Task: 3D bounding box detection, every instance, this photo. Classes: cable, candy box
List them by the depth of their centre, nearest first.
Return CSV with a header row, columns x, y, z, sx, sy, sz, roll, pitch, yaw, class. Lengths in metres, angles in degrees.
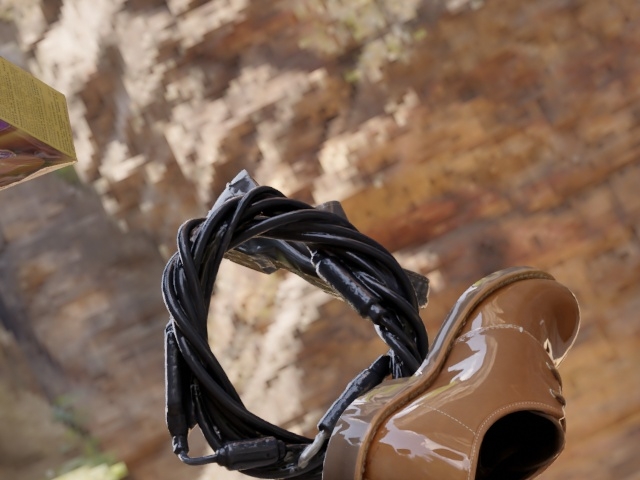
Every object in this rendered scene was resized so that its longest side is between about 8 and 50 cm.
x,y,z,sx,sy,sz,roll,pitch,yaw,class
-0.014,0.048,1.040,0.151,0.184,0.047,-1,-29,-2,cable
-0.235,-0.073,1.064,0.109,0.053,0.187,-19,-21,17,candy box

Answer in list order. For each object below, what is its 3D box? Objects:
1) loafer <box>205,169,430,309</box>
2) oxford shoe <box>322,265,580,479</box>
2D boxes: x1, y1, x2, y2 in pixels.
x,y,z,sx,sy,sz,roll,pitch,yaw,class
0.000,0.000,1.240,0.061,0.170,0.062,-66,-18,-11,loafer
0.081,0.074,0.816,0.076,0.076,0.212,7,26,26,oxford shoe
